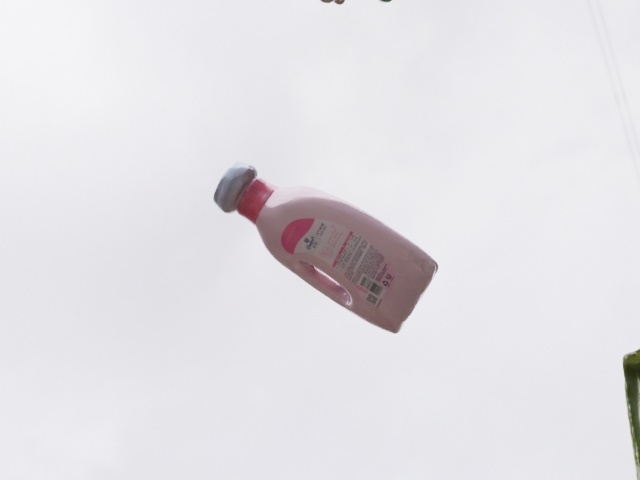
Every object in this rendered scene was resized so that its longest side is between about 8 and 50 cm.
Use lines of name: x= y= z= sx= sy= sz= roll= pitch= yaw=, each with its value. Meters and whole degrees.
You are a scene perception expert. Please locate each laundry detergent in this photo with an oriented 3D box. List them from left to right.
laundry detergent: x=0.000 y=0.000 z=1.420 sx=0.088 sy=0.335 sz=0.159 roll=-48 pitch=-13 yaw=-54

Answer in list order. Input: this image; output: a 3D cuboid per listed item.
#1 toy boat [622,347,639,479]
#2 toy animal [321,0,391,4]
toy boat: x=0.401 y=0.239 z=1.077 sx=0.084 sy=0.276 sz=0.111 roll=14 pitch=-35 yaw=-17
toy animal: x=-0.011 y=-0.367 z=1.052 sx=0.183 sy=0.247 sz=0.310 roll=-24 pitch=-26 yaw=22
